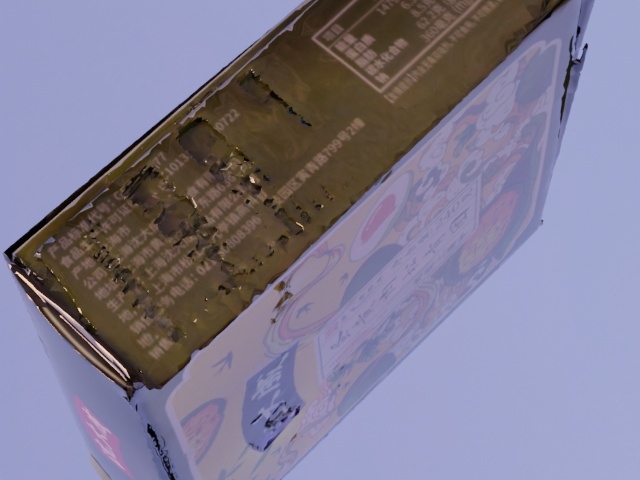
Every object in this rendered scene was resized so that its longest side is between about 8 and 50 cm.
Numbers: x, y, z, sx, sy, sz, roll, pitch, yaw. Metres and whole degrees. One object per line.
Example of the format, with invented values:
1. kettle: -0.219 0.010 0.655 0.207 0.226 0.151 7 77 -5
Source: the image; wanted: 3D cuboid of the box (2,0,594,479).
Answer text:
1. box: 0.000 0.000 1.161 0.138 0.373 0.420 42 -108 18
